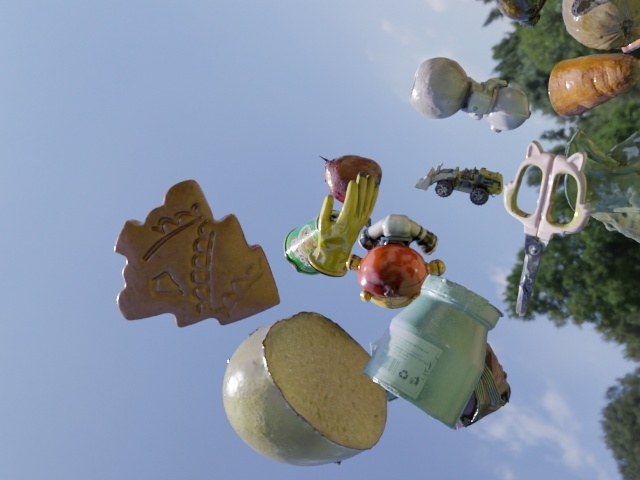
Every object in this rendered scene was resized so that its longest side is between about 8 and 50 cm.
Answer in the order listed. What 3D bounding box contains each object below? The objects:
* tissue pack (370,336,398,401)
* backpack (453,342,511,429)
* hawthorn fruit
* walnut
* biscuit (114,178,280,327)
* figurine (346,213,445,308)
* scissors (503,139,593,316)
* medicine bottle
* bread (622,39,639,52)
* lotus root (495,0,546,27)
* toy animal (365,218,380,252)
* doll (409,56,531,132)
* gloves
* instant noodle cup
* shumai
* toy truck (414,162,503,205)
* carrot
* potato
[{"bbox_3d":[0.332,0.400,2.209,0.103,0.316,0.227,39,-149,-36],"label":"tissue pack"},{"bbox_3d":[0.553,0.512,2.293,0.197,0.283,0.317,44,153,52],"label":"backpack"},{"bbox_3d":[0.090,-0.216,2.120,0.235,0.181,0.181,30,-150,-1],"label":"hawthorn fruit"},{"bbox_3d":[0.690,-0.568,1.498,0.228,0.228,0.228,35,-149,-26],"label":"walnut"},{"bbox_3d":[-0.210,0.050,1.121,0.306,0.283,0.043,23,-168,-11],"label":"biscuit"},{"bbox_3d":[0.232,0.078,1.991,0.196,0.320,0.323,77,-162,-52],"label":"figurine"},{"bbox_3d":[0.375,-0.008,1.090,0.024,0.317,0.160,-17,-150,-42],"label":"scissors"},{"bbox_3d":[0.272,0.249,1.475,0.245,0.289,0.245,31,173,4],"label":"medicine bottle"},{"bbox_3d":[1.024,-0.681,1.906,0.123,0.190,0.244,54,176,-6],"label":"bread"},{"bbox_3d":[0.458,-0.574,1.443,0.209,0.120,0.120,54,-159,-38],"label":"lotus root"},{"bbox_3d":[0.197,0.022,2.287,0.105,0.070,0.202,39,146,53],"label":"toy animal"},{"bbox_3d":[0.358,-0.333,1.483,0.287,0.150,0.151,16,-147,0],"label":"doll"},{"bbox_3d":[0.069,-0.053,1.686,0.116,0.294,0.133,33,-153,20],"label":"gloves"},{"bbox_3d":[0.000,0.000,2.345,0.207,0.233,0.206,11,-116,-24],"label":"instant noodle cup"},{"bbox_3d":[0.731,-0.126,1.530,0.289,0.292,0.329,1,-113,-24],"label":"shumai"},{"bbox_3d":[0.464,-0.199,2.108,0.286,0.111,0.136,11,-156,15],"label":"toy truck"},{"bbox_3d":[0.753,-0.428,1.693,0.159,0.225,0.159,0,-90,-34],"label":"carrot"},{"bbox_3d":[-0.074,0.426,1.731,0.442,0.319,0.385,39,-149,-23],"label":"potato"}]
